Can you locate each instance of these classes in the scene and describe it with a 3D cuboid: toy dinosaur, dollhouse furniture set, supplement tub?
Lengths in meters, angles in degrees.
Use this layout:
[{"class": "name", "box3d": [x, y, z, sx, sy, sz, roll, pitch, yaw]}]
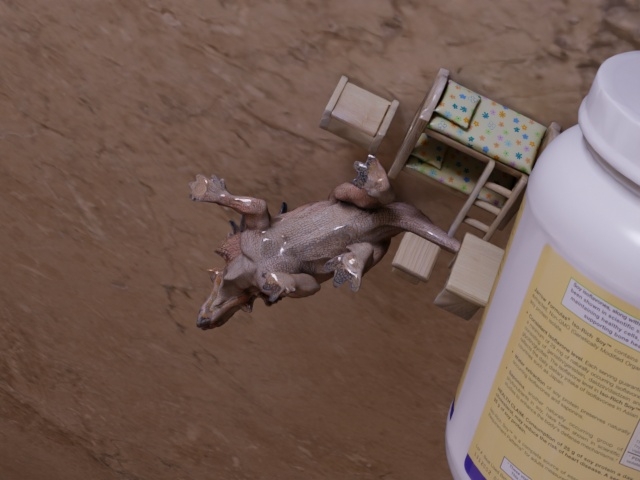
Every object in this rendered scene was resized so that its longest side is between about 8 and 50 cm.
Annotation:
[{"class": "toy dinosaur", "box3d": [0.000, 0.000, 1.054, 0.296, 0.127, 0.200, -10, 172, 11]}, {"class": "dollhouse furniture set", "box3d": [0.078, -0.052, 0.887, 0.182, 0.161, 0.101, 25, 148, -1]}, {"class": "supplement tub", "box3d": [0.240, 0.059, 0.780, 0.241, 0.241, 0.331, 20, 122, 9]}]
